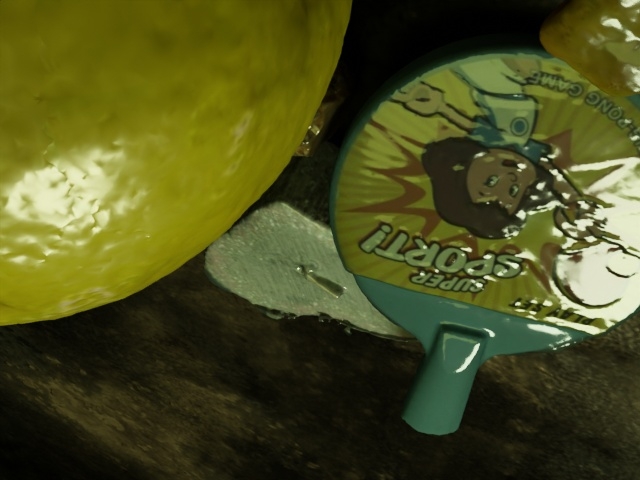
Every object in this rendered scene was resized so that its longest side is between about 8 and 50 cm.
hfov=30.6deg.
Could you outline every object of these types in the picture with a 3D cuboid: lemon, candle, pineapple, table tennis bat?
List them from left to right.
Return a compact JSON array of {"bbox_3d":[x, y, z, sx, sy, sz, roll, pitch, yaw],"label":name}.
[{"bbox_3d":[-0.152,-0.120,0.534,0.348,0.348,0.348,19,148,13],"label":"lemon"},{"bbox_3d":[-0.057,-0.115,0.721,0.159,0.074,0.074,33,149,6],"label":"pineapple"},{"bbox_3d":[0.000,0.000,0.841,0.192,0.068,0.168,11,149,21],"label":"candle"},{"bbox_3d":[0.105,0.012,0.735,0.215,0.044,0.329,14,133,1],"label":"table tennis bat"}]

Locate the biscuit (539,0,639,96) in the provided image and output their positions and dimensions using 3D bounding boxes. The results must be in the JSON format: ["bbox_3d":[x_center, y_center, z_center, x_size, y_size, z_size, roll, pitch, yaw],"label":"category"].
[{"bbox_3d":[0.219,-0.101,0.549,0.183,0.039,0.174,30,144,-4],"label":"biscuit"}]
